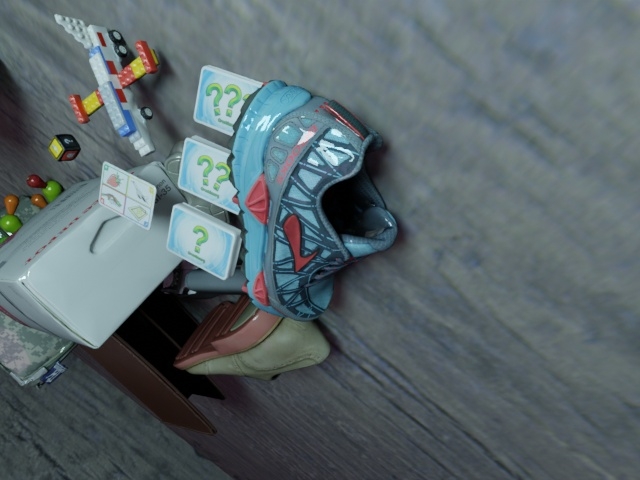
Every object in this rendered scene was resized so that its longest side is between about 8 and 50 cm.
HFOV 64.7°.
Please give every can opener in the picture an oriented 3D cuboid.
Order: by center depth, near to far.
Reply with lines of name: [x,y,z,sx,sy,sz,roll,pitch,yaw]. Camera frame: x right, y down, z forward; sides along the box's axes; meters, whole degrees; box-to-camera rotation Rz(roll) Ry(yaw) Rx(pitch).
can opener: [-0.130,0.036,0.656,0.093,0.074,0.280,17,165,-36]

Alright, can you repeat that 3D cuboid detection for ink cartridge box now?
ink cartridge box: [-0.310,0.016,0.661,0.283,0.207,0.117,-1,132,46]

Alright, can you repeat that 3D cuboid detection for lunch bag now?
lunch bag: [-0.581,0.105,0.995,0.213,0.256,0.305,-12,123,51]

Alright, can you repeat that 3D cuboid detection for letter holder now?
letter holder: [-0.287,0.193,0.917,0.215,0.152,0.301,-10,124,48]

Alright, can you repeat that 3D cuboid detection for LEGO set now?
LEGO set: [-0.171,-0.088,0.467,0.244,0.060,0.182,26,113,21]

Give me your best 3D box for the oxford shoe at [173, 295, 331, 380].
oxford shoe: [-0.115,0.163,0.738,0.130,0.123,0.348,41,149,-14]

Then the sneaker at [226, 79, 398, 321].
sneaker: [0.000,0.000,0.435,0.125,0.104,0.261,21,144,21]

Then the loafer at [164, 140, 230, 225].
loafer: [-0.131,-0.055,0.564,0.045,0.039,0.125,-11,135,10]

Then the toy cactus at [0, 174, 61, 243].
toy cactus: [-0.455,0.005,0.863,0.112,0.218,0.180,7,180,18]
